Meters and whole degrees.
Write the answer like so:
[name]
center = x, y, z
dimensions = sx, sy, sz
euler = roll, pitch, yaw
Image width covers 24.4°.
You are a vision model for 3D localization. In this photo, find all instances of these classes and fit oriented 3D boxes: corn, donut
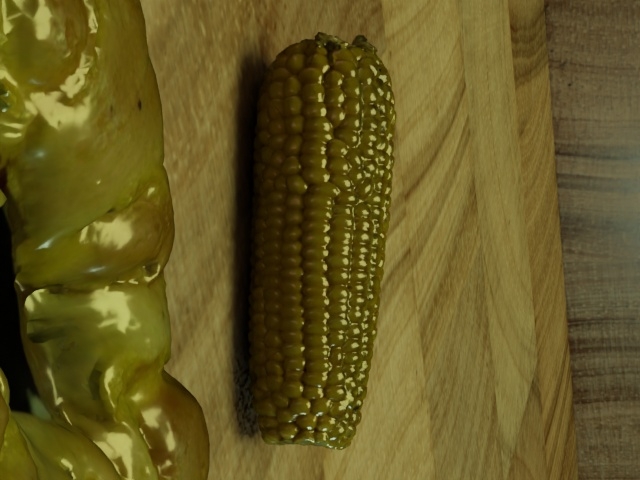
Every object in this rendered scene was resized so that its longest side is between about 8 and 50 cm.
[corn]
center = -0.001, -0.001, 0.928
dimensions = 0.091, 0.091, 0.260
euler = 17, 74, -70
[donut]
center = -0.125, 0.020, 0.437
dimensions = 0.208, 0.128, 0.262
euler = -51, 137, -64
